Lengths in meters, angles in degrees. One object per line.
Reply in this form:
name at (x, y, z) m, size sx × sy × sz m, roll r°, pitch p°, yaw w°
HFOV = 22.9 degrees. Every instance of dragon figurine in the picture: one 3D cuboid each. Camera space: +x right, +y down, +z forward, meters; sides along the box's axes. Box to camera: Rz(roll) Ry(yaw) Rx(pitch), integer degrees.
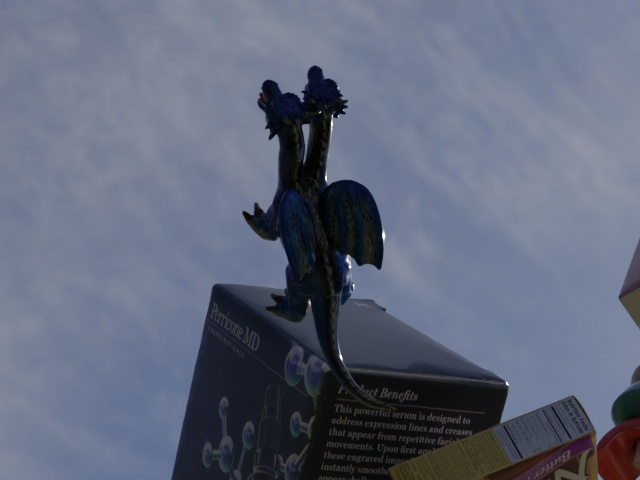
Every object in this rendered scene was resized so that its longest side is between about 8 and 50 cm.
dragon figurine at (0.000, 0.000, 1.326) m, size 0.085 × 0.289 × 0.144 m, roll -9°, pitch -19°, yaw -17°

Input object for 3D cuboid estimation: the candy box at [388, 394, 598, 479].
candy box at (0.161, 0.223, 1.449) m, size 0.186 × 0.053 × 0.109 m, roll -19°, pitch -44°, yaw -7°

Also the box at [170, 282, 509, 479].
box at (-0.007, 0.277, 1.636) m, size 0.212 × 0.293 × 0.395 m, roll 8°, pitch -81°, yaw -27°

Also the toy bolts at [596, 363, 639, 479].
toy bolts at (0.371, 0.247, 1.770) m, size 0.218 × 0.158 × 0.228 m, roll -10°, pitch -57°, yaw 29°

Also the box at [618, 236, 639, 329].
box at (0.318, 0.019, 1.226) m, size 0.130 × 0.170 × 0.091 m, roll -33°, pitch -84°, yaw 25°
